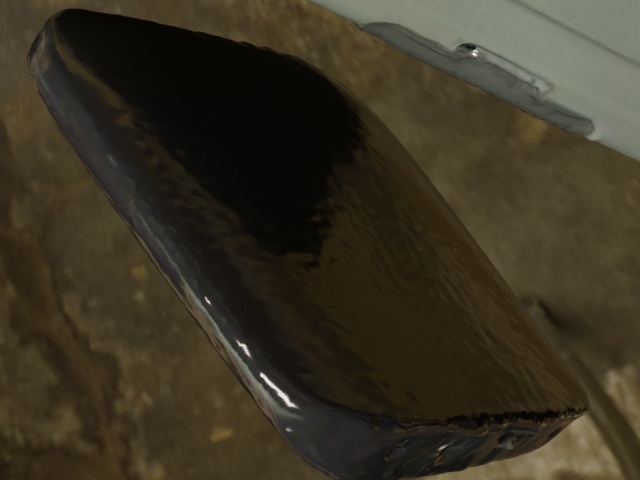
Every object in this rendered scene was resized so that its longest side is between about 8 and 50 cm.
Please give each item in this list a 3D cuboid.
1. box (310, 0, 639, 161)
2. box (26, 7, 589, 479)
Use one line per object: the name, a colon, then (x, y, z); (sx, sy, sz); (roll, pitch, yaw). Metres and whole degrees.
box: (0.076, -0.094, 0.299); (0.124, 0.093, 0.172); (23, 145, -28)
box: (0.000, 0.000, 0.721); (0.042, 0.201, 0.212); (-45, 159, 24)
